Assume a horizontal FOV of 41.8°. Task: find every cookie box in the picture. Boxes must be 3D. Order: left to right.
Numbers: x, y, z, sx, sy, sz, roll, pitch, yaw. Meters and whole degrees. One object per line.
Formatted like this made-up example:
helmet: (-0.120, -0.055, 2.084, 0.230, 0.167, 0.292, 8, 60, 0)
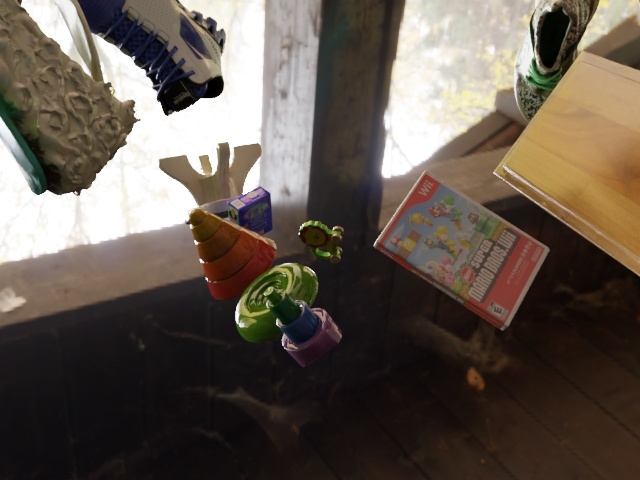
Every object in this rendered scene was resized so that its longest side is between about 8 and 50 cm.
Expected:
cookie box: (-0.153, -0.052, 1.824, 0.092, 0.107, 0.040, -31, -130, -30)

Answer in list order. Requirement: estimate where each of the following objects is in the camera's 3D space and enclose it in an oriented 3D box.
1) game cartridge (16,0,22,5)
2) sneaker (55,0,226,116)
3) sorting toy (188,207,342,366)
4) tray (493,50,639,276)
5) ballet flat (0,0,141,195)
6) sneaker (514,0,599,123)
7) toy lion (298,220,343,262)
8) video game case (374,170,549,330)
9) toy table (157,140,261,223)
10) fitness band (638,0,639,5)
game cartridge: (-0.451, -0.183, 1.076, 0.068, 0.230, 0.355, 13, -150, -22)
sneaker: (-0.256, -0.310, 1.345, 0.316, 0.127, 0.182, 21, -136, -48)
sorting toy: (-0.097, 0.039, 1.101, 0.127, 0.126, 0.365, -42, -150, -6)
tray: (0.374, -0.081, 0.973, 0.076, 0.202, 0.411, 30, -168, -25)
ballet flat: (-0.304, -0.228, 0.734, 0.147, 0.408, 0.147, -30, -165, 9)
sneaker: (0.494, -0.401, 1.841, 0.158, 0.410, 0.182, 18, -132, 18)
toy lion: (0.000, 0.000, 1.824, 0.096, 0.100, 0.034, 8, -135, 7)
video game case: (0.270, 0.014, 1.580, 0.285, 0.025, 0.204, 33, -119, 5)
toy table: (-0.250, -0.135, 1.986, 0.252, 0.160, 0.274, -12, 180, -34)
fitness band: (0.624, -0.410, 1.348, 0.209, 0.291, 0.054, -20, -135, 25)
